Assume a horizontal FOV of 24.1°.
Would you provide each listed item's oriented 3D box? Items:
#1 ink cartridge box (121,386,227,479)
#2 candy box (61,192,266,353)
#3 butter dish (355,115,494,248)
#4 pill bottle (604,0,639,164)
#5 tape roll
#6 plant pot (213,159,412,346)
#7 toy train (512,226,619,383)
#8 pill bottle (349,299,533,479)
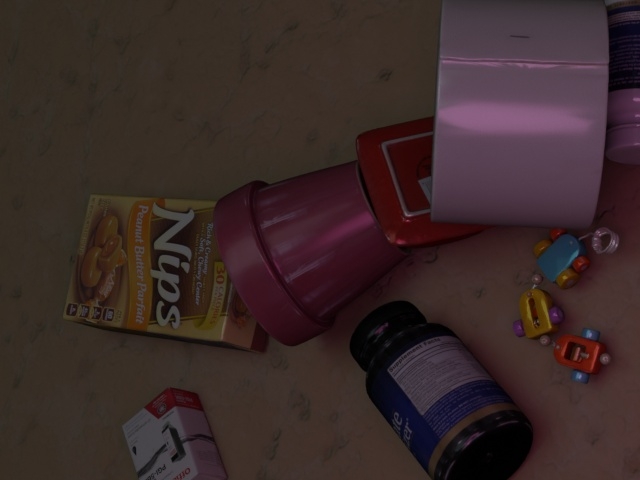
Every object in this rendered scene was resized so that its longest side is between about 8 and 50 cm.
[{"bbox_3d":[-0.190,0.274,1.940,0.099,0.056,0.135,-41,53,23],"label":"ink cartridge box"},{"bbox_3d":[-0.196,0.039,1.997,0.316,0.087,0.182,4,79,42],"label":"candy box"},{"bbox_3d":[0.131,-0.052,1.732,0.160,0.118,0.160,-13,61,-7],"label":"butter dish"},{"bbox_3d":[0.339,-0.171,1.595,0.094,0.094,0.169,-8,71,39],"label":"pill bottle"},{"bbox_3d":[0.203,-0.135,1.568,0.169,0.246,0.246,3,76,5],"label":"tape roll"},{"bbox_3d":[0.000,0.000,1.780,0.180,0.201,0.201,-27,59,18],"label":"plant pot"},{"bbox_3d":[0.275,0.067,1.612,0.125,0.046,0.166,9,85,40],"label":"toy train"},{"bbox_3d":[0.126,0.170,1.654,0.123,0.123,0.219,-53,49,16],"label":"pill bottle"}]
